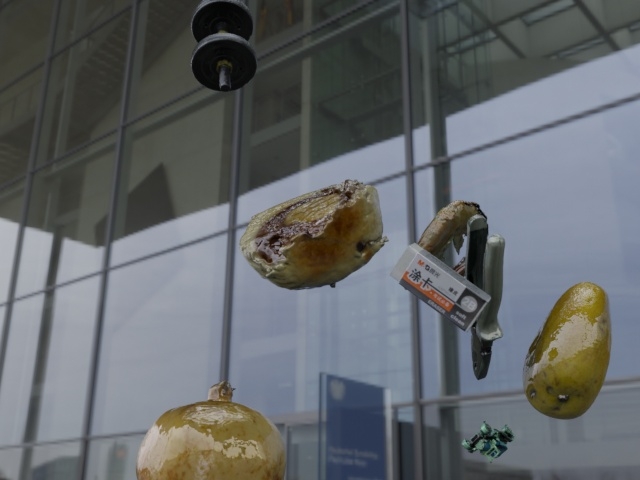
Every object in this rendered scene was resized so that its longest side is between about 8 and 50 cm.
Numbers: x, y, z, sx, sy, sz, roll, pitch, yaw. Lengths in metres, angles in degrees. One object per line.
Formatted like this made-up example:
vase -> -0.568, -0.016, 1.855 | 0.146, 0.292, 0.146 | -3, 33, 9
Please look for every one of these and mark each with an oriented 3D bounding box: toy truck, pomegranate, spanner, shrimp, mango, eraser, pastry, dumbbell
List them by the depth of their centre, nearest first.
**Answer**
eraser -> 0.151, 0.059, 0.972 | 0.052, 0.122, 0.029 | -58, -15, 21
mango -> 0.338, 0.145, 1.046 | 0.098, 0.195, 0.137 | 17, -20, 7
spanner -> 0.269, 0.109, 1.281 | 0.040, 0.095, 0.324 | -14, -55, -11
pastry -> -0.008, 0.003, 1.390 | 0.256, 0.170, 0.237 | -33, 17, -13
dumbbell -> -0.216, -0.437, 1.708 | 0.143, 0.325, 0.143 | -5, -40, -4
shrimp -> 0.287, 0.025, 1.725 | 0.173, 0.253, 0.058 | 36, -7, -27
pomegranate -> -0.245, 0.484, 1.727 | 0.343, 0.342, 0.342 | 1, -21, 0
toy truck -> 0.424, 0.500, 1.883 | 0.154, 0.078, 0.080 | 21, -62, -47
